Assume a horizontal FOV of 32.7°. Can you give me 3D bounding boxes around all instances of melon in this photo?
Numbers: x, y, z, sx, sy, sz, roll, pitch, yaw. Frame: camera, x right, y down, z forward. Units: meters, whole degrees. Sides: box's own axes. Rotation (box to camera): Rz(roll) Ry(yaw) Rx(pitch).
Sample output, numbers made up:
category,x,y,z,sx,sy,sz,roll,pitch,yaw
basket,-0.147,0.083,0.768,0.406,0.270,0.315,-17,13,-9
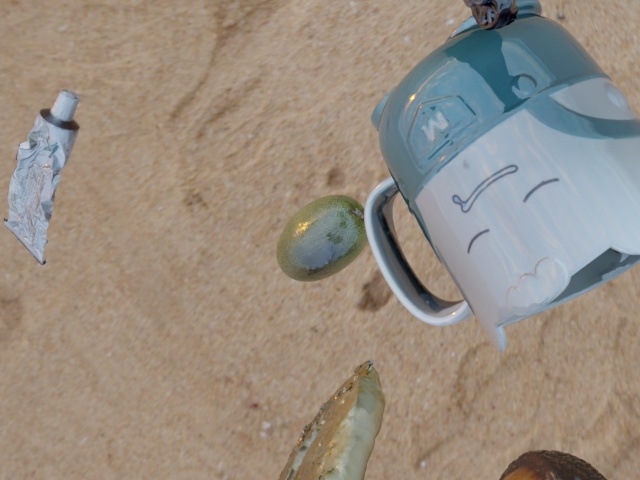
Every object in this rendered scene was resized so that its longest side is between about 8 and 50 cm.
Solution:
category,x,y,z,sx,sy,sz,roll,pitch,yaw
melon,0.000,0.000,1.472,0.099,0.099,0.162,49,130,-4

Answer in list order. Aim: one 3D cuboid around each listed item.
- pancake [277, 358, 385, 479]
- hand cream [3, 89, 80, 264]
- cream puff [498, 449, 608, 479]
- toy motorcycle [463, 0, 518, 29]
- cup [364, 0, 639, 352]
category,x,y,z,sx,sy,sz,roll,pitch,yaw
pancake,-0.024,0.253,0.884,0.065,0.356,0.356,21,109,-1
hand cream,-0.349,-0.080,1.370,0.084,0.050,0.257,40,127,13
cream puff,0.330,0.414,1.530,0.164,0.239,0.239,19,111,-18
toy motorcycle,0.088,-0.329,0.891,0.125,0.358,0.213,-15,132,-10
cup,0.165,-0.043,1.004,0.289,0.219,0.258,-41,71,34
